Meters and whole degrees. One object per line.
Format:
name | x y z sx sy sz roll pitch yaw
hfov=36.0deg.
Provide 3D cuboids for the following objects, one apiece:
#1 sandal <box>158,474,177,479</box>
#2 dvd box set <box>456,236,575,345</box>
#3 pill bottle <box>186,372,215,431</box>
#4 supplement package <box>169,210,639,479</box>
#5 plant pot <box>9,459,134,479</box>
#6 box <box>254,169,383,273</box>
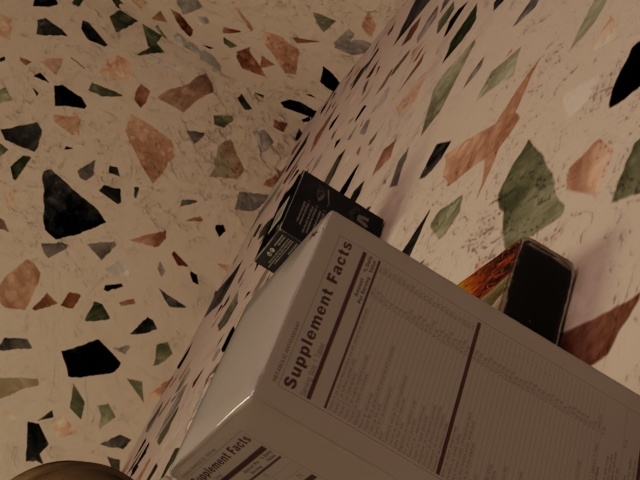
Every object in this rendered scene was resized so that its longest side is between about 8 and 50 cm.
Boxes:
sandal | -0.152 0.342 1.214 0.416 0.102 0.169 -34 10 6
dvd box set | 0.055 0.207 0.902 0.420 0.062 0.307 -46 16 55
pill bottle | -0.176 0.294 1.780 0.087 0.087 0.160 -51 12 43
supplement package | 0.060 0.119 0.585 0.134 0.244 0.139 -48 14 50
plant pot | -0.319 0.480 1.414 0.280 0.323 0.323 -17 40 52
box | 0.000 0.000 1.548 0.093 0.158 0.156 -50 12 40
